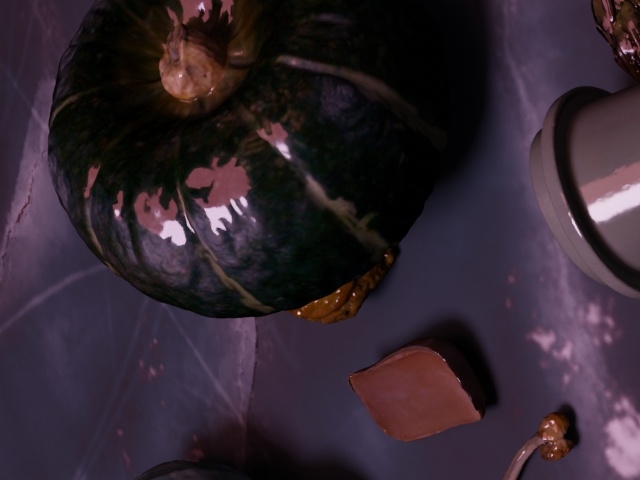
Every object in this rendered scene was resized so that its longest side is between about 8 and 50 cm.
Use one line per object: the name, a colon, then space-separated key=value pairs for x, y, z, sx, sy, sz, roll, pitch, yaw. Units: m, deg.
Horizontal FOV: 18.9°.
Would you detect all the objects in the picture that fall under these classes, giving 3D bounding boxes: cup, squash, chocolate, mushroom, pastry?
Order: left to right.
squash: x=-0.043 y=-0.079 z=1.162 sx=0.252 sy=0.165 sz=0.252 roll=-10 pitch=68 yaw=26
pastry: x=0.000 y=0.000 z=1.258 sx=0.097 sy=0.057 sz=0.109 roll=-20 pitch=87 yaw=48
chocolate: x=0.066 y=0.094 z=1.231 sx=0.064 sy=0.031 sz=0.101 roll=55 pitch=142 yaw=-3
mushroom: x=0.101 y=0.211 z=1.236 sx=0.026 sy=0.028 sz=0.286 roll=20 pitch=127 yaw=-4
cup: x=0.192 y=-0.044 z=0.994 sx=0.141 sy=0.120 sz=0.120 roll=-27 pitch=80 yaw=35

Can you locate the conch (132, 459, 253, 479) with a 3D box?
conch: x=-0.072 y=0.245 z=1.338 sx=0.220 sy=0.195 sz=0.277 roll=-61 pitch=30 yaw=16

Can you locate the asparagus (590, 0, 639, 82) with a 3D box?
asparagus: x=0.153 y=-0.151 z=1.060 sx=0.036 sy=0.030 sz=0.165 roll=-35 pitch=74 yaw=38
